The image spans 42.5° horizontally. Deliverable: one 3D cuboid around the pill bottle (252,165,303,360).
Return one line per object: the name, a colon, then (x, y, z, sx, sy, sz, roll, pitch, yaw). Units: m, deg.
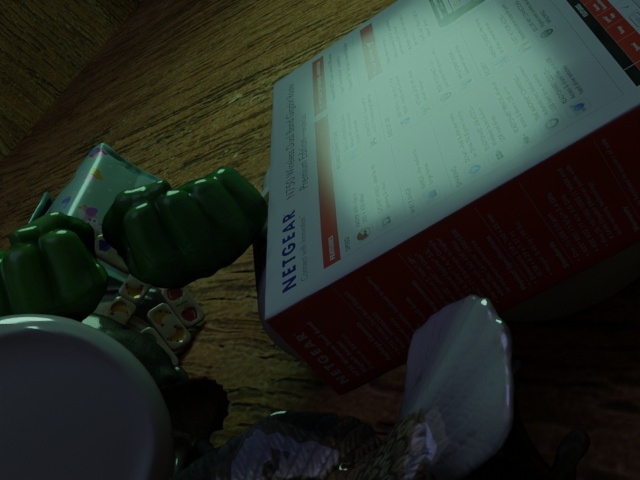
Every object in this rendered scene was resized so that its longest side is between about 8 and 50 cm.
pill bottle: (0.000, 0.000, 0.786, 0.131, 0.131, 0.229, -36, 28, 13)

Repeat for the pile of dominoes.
pile of dominoes: (-0.255, 0.109, 0.915, 0.251, 0.196, 0.040, -61, -1, -31)

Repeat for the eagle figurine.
eagle figurine: (0.008, 0.188, 0.417, 0.298, 0.226, 0.225, -17, 61, -17)

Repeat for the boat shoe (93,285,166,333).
boat shoe: (-0.297, 0.108, 1.073, 0.285, 0.103, 0.092, -9, 38, 43)

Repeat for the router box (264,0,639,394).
router box: (0.105, -0.095, 0.586, 0.301, 0.082, 0.335, -30, 31, 19)

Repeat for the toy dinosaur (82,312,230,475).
toy dinosaur: (-0.196, 0.124, 0.794, 0.121, 0.313, 0.160, -47, -12, -29)

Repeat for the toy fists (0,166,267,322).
toy fists: (-0.177, 0.014, 0.692, 0.279, 0.096, 0.142, -20, 4, -17)

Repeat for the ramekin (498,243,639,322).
ramekin: (0.172, -0.049, 0.651, 0.207, 0.109, 0.207, -32, 29, 20)

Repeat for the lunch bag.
lunch bag: (-0.367, 0.019, 1.230, 0.262, 0.160, 0.223, -36, 29, 38)

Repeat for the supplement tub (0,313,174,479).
supplement tub: (-0.234, 0.189, 0.625, 0.272, 0.191, 0.191, -49, 14, 52)
